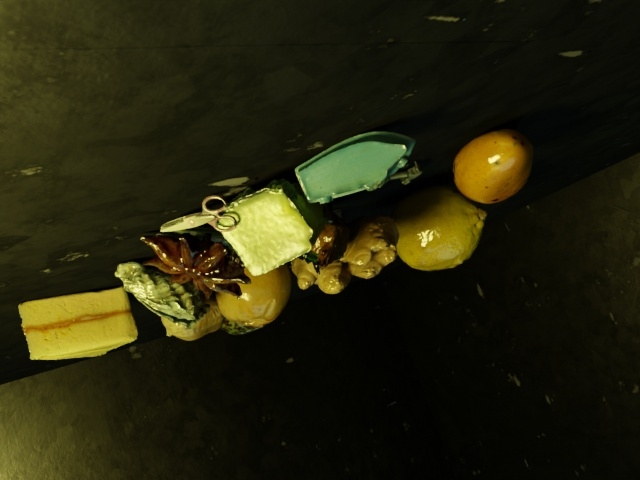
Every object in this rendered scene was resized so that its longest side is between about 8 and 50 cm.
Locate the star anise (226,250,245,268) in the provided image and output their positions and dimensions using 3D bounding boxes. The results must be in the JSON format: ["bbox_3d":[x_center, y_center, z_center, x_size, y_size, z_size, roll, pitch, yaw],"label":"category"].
[{"bbox_3d":[-0.270,0.059,1.468,0.220,0.126,0.190,-16,174,-35],"label":"star anise"}]

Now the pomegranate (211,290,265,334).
[{"bbox_3d":[-0.267,0.196,1.869,0.254,0.254,0.270,-19,173,-5],"label":"pomegranate"}]

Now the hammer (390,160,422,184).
[{"bbox_3d":[0.148,-0.154,1.397,0.246,0.029,0.103,-13,168,-28],"label":"hammer"}]

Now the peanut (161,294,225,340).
[{"bbox_3d":[-0.369,0.229,1.662,0.129,0.129,0.224,-27,166,36],"label":"peanut"}]

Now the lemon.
[{"bbox_3d":[0.361,-0.040,1.738,0.321,0.269,0.268,-11,175,24],"label":"lemon"}]

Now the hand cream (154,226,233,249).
[{"bbox_3d":[-0.278,-0.005,1.313,0.235,0.055,0.086,1,154,-43],"label":"hand cream"}]

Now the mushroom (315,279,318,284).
[{"bbox_3d":[0.006,0.028,1.725,0.204,0.204,0.204,-19,170,-3],"label":"mushroom"}]

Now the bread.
[{"bbox_3d":[-0.628,0.216,1.481,0.163,0.168,0.264,-22,169,8],"label":"bread"}]

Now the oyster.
[{"bbox_3d":[-0.396,0.139,1.448,0.112,0.198,0.268,-62,163,-8],"label":"oyster"}]

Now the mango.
[{"bbox_3d":[0.429,-0.188,1.399,0.190,0.160,0.290,-12,167,3],"label":"mango"}]

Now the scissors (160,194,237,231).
[{"bbox_3d":[-0.256,-0.041,1.147,0.176,0.085,0.022,-12,-149,23],"label":"scissors"}]

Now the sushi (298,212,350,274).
[{"bbox_3d":[0.000,-0.001,1.333,0.149,0.287,0.140,31,98,-35],"label":"sushi"}]

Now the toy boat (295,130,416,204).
[{"bbox_3d":[0.073,-0.148,1.092,0.237,0.109,0.098,-19,-169,14],"label":"toy boat"}]

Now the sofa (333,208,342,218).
[{"bbox_3d":[-0.009,-0.044,1.614,0.147,0.085,0.060,-17,-148,-20],"label":"sofa"}]

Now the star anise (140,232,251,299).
[{"bbox_3d":[-0.273,0.040,1.257,0.271,0.103,0.272,13,147,9],"label":"star anise"}]

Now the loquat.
[{"bbox_3d":[-0.198,0.129,1.651,0.243,0.244,0.244,-19,170,-3],"label":"loquat"}]

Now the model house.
[{"bbox_3d":[-0.081,-0.066,1.208,0.193,0.170,0.211,-30,-166,32],"label":"model house"}]

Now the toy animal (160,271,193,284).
[{"bbox_3d":[-0.422,0.122,1.643,0.186,0.094,0.214,-24,162,0],"label":"toy animal"}]

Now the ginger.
[{"bbox_3d":[0.051,0.069,1.489,0.166,0.236,0.375,19,138,-27],"label":"ginger"}]
